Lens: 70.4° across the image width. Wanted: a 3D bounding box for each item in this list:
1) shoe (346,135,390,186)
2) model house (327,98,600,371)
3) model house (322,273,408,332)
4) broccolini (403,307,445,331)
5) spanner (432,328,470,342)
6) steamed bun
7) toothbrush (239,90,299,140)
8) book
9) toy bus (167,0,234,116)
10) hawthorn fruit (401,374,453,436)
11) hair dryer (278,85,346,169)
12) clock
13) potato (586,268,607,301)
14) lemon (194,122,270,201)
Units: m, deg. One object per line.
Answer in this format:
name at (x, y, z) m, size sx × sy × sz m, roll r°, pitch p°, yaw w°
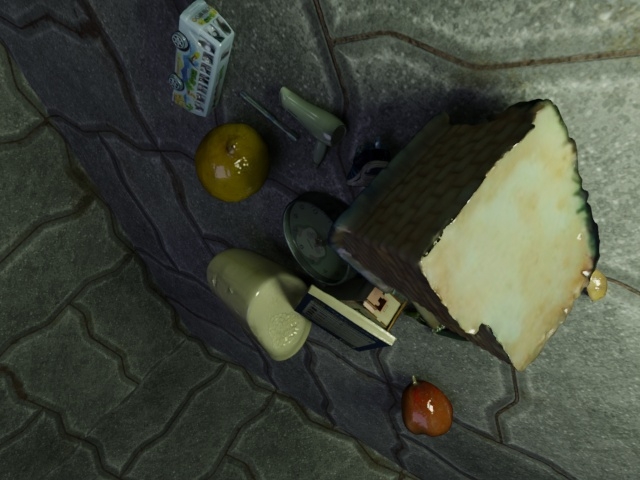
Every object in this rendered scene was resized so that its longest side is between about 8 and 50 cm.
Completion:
shoe at (0.122, -0.188, 1.142) m, size 0.092 × 0.105 × 0.207 m, roll 1°, pitch 171°, yaw -11°
model house at (0.276, -0.019, 0.958) m, size 0.445 × 0.395 × 0.400 m, roll 47°, pitch 165°, yaw -33°
model house at (0.173, 0.215, 1.516) m, size 0.244 × 0.169 × 0.326 m, roll 45°, pitch 154°, yaw -18°
broccolini at (0.323, 0.234, 1.422) m, size 0.068 × 0.091 × 0.203 m, roll 22°, pitch 165°, yaw -35°
spanner at (0.464, 0.278, 1.361) m, size 0.325 × 0.040 × 0.095 m, roll 4°, pitch 132°, yaw 48°
steamed bun at (-0.226, 0.232, 1.850) m, size 0.371 × 0.290 × 0.455 m, roll 32°, pitch 155°, yaw 40°
toothbrush at (-0.147, -0.358, 1.303) m, size 0.220 × 0.019 × 0.016 m, roll 40°, pitch 147°, yaw 6°
book at (0.060, 0.274, 1.518) m, size 0.300 × 0.039 × 0.428 m, roll 33°, pitch 162°, yaw 1°
toy bus at (-0.338, -0.495, 1.275) m, size 0.136 × 0.109 × 0.329 m, roll 35°, pitch 149°, yaw -4°
hawthorn fruit at (0.396, 0.625, 1.740) m, size 0.200 × 0.199 × 0.251 m, roll -5°, pitch 111°, yaw 51°
hair dryer at (-0.028, -0.281, 1.240) m, size 0.206 × 0.075 × 0.237 m, roll 39°, pitch 157°, yaw 20°
clock at (0.000, -0.001, 1.462) m, size 0.319 × 0.066 × 0.318 m, roll 31°, pitch 137°, yaw 34°
potato at (0.604, 0.101, 0.990) m, size 0.036 × 0.037 × 0.093 m, roll -7°, pitch 123°, yaw 47°
lemon at (-0.267, -0.236, 1.388) m, size 0.263 × 0.236 × 0.235 m, roll -9°, pitch 122°, yaw 45°
